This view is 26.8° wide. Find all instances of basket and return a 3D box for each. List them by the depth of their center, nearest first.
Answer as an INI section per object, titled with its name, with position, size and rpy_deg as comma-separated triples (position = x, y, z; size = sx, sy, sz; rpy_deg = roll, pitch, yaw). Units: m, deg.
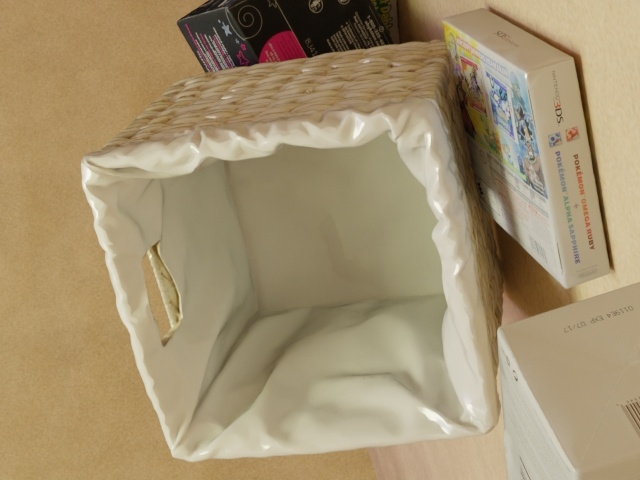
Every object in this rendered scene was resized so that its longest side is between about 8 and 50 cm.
[basket]
position = 0.000, 0.000, 1.284
size = 0.266, 0.331, 0.328
rpy_deg = -64, -36, -60

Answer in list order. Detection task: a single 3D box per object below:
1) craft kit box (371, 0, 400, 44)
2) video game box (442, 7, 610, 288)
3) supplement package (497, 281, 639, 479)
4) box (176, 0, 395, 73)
[craft kit box]
position = 0.026, -0.335, 1.572
size = 0.247, 0.061, 0.250
rpy_deg = 85, 166, -50
[video game box]
position = 0.168, -0.084, 1.118
size = 0.205, 0.048, 0.187
rpy_deg = -123, 14, -65
[supplement package]
position = 0.218, 0.167, 0.967
size = 0.244, 0.139, 0.134
rpy_deg = 78, 172, -45
[box]
position = -0.012, -0.181, 1.468
size = 0.142, 0.163, 0.247
rpy_deg = 5, 129, 60
